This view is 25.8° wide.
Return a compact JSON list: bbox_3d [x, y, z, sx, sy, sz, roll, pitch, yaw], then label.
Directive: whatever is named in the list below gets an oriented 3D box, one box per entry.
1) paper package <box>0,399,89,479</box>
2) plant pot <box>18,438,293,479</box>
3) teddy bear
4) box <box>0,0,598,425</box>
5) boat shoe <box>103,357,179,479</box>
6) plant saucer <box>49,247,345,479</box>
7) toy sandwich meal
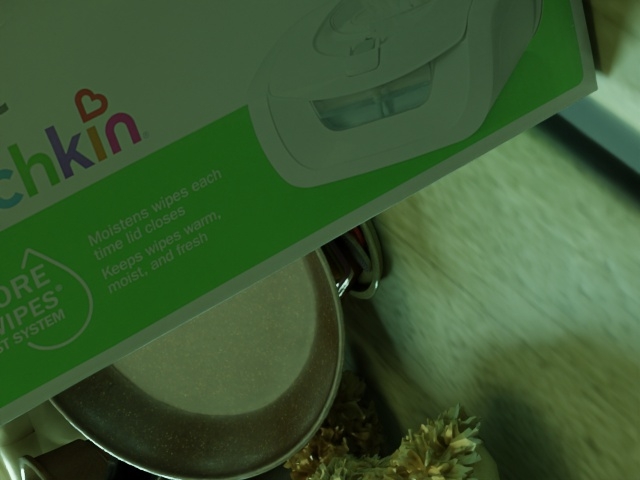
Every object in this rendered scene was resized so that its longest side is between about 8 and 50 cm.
[{"bbox_3d":[-0.255,0.020,1.118,0.325,0.168,0.309,39,150,42],"label":"paper package"},{"bbox_3d":[-0.095,0.181,0.959,0.167,0.165,0.167,46,154,31],"label":"plant pot"},{"bbox_3d":[0.008,0.191,0.745,0.338,0.113,0.245,-174,80,-69],"label":"teddy bear"},{"bbox_3d":[-0.079,-0.072,0.506,0.231,0.262,0.126,24,138,55],"label":"box"},{"bbox_3d":[-0.084,0.079,0.815,0.080,0.076,0.228,36,116,43],"label":"boat shoe"},{"bbox_3d":[-0.074,0.032,0.732,0.199,0.036,0.198,9,113,21],"label":"plant saucer"},{"bbox_3d":[0.000,0.000,0.722,0.085,0.029,0.085,47,154,32],"label":"toy sandwich meal"}]
